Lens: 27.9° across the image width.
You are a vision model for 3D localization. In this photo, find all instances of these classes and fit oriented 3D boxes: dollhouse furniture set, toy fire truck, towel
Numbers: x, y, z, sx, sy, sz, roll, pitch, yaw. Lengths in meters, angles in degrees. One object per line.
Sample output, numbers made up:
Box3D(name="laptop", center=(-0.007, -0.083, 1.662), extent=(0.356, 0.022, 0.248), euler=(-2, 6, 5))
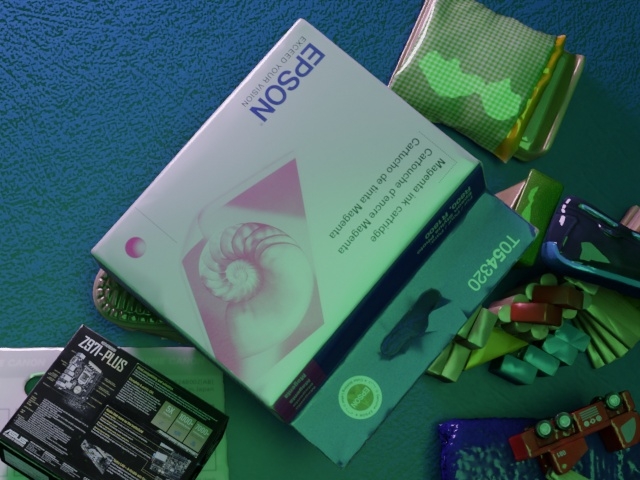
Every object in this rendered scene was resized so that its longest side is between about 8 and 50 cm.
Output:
Box3D(name="dollhouse furniture set", center=(0.175, -0.138, 1.418), extent=(0.197, 0.151, 0.301), euler=(25, 78, -7))
Box3D(name="toy fire truck", center=(0.268, 0.251, 1.371), extent=(0.192, 0.047, 0.135), euler=(-19, 81, -16))
Box3D(name="towel", center=(0.280, 0.312, 1.423), extent=(0.308, 0.076, 0.228), euler=(4, 75, -10))

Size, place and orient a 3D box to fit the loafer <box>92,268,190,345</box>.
Box3D(name="loafer", center=(-0.104, 0.070, 1.365), extent=(0.268, 0.092, 0.102), euler=(13, 81, -6))

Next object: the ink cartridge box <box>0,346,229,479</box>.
Box3D(name="ink cartridge box", center=(-0.248, 0.305, 1.330), extent=(0.308, 0.091, 0.385), euler=(0, 65, -11))

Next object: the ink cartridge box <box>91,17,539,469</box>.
Box3D(name="ink cartridge box", center=(0.000, 0.000, 1.287), extent=(0.330, 0.071, 0.324), euler=(39, 81, 8))

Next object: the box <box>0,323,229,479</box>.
Box3D(name="box", center=(-0.207, 0.198, 1.291), extent=(0.180, 0.077, 0.147), euler=(31, 63, 5))

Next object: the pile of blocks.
Box3D(name="pile of blocks", center=(0.284, 0.080, 1.430), extent=(0.362, 0.112, 0.149), euler=(-26, 88, -13))

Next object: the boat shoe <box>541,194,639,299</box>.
Box3D(name="boat shoe", center=(0.359, 0.018, 1.352), extent=(0.258, 0.109, 0.089), euler=(18, 81, -26))
